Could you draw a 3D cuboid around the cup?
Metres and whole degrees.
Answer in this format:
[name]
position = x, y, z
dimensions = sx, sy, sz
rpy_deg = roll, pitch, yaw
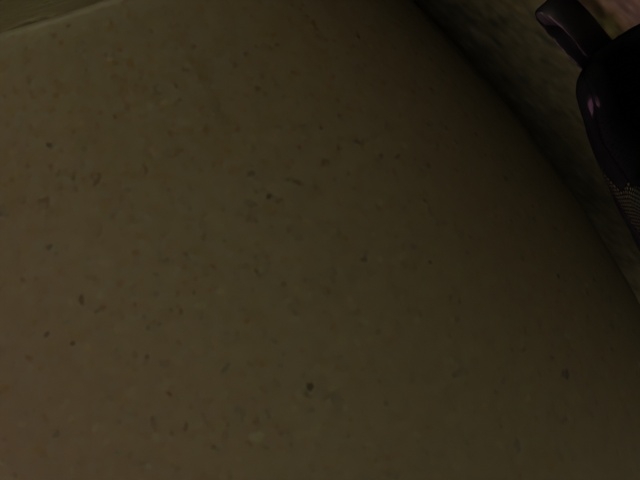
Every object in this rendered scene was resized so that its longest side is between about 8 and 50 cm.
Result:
[cup]
position = -0.052, 0.018, 0.689
dimensions = 0.331, 0.331, 0.237
rpy_deg = 19, 130, 62

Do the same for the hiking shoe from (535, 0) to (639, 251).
[hiking shoe]
position = 0.125, -0.007, 0.454
dimensions = 0.114, 0.086, 0.227
rpy_deg = 44, 170, -25
